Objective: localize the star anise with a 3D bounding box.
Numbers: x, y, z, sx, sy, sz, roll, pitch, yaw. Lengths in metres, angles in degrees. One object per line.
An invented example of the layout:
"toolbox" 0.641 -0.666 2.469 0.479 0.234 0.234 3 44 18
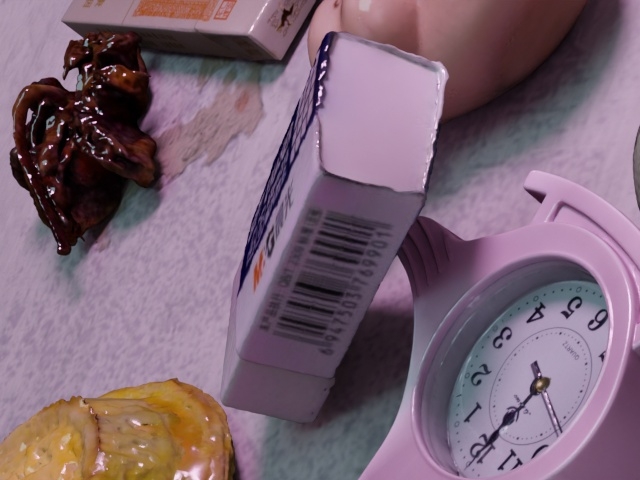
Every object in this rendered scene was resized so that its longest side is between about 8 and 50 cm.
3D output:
"star anise" -0.221 -0.112 1.743 0.190 0.126 0.220 -47 31 6

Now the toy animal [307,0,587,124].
"toy animal" 0.096 -0.174 1.376 0.250 0.166 0.154 -40 79 32

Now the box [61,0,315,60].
"box" -0.103 -0.275 1.798 0.365 0.051 0.204 13 70 54

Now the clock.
"clock" 0.109 0.087 1.194 0.275 0.080 0.290 -47 34 12

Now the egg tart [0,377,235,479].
"egg tart" -0.184 0.212 1.417 0.288 0.118 0.288 -35 34 29

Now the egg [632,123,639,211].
"egg" 0.250 -0.035 1.068 0.141 0.141 0.182 -49 34 8

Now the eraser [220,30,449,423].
"eraser" 0.000 0.000 1.276 0.287 0.086 0.130 114 167 -50
